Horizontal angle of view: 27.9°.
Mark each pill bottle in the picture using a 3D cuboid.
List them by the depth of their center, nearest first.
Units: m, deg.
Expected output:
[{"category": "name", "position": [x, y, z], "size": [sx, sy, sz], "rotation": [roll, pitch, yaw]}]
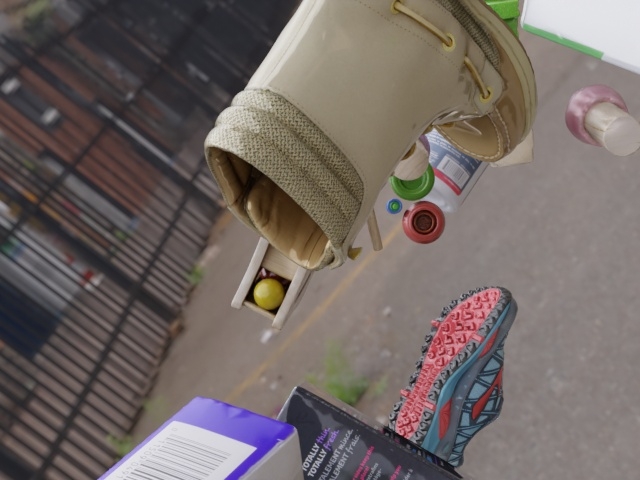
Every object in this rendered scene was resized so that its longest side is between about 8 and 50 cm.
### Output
[{"category": "pill bottle", "position": [0.204, -0.141, 1.899], "size": [0.180, 0.108, 0.108], "rotation": [-54, 10, -12]}]

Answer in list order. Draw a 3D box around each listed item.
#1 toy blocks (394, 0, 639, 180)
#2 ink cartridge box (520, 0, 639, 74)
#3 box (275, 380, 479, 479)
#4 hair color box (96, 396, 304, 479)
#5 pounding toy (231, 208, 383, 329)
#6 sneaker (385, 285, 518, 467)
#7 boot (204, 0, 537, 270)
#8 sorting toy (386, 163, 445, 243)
[{"category": "toy blocks", "position": [0.158, -0.225, 1.366], "size": [0.309, 0.288, 0.260], "rotation": [-9, 17, 0]}, {"category": "ink cartridge box", "position": [0.351, -0.209, 1.081], "size": [0.211, 0.289, 0.121], "rotation": [35, 124, 53]}, {"category": "box", "position": [0.054, 0.281, 1.330], "size": [0.165, 0.270, 0.143], "rotation": [-59, -4, -2]}, {"category": "hair color box", "position": [-0.089, 0.316, 0.994], "size": [0.110, 0.338, 0.185], "rotation": [14, 33, 31]}, {"category": "pounding toy", "position": [0.000, 0.000, 1.750], "size": [0.269, 0.155, 0.154], "rotation": [-65, -6, 10]}, {"category": "sneaker", "position": [0.187, 0.182, 1.672], "size": [0.262, 0.125, 0.104], "rotation": [-60, 34, 4]}, {"category": "boot", "position": [0.038, -0.067, 0.780], "size": [0.203, 0.095, 0.262], "rotation": [-63, -31, -16]}, {"category": "sorting toy", "position": [0.104, -0.045, 1.457], "size": [0.061, 0.102, 0.042], "rotation": [-14, 1, -1]}]
